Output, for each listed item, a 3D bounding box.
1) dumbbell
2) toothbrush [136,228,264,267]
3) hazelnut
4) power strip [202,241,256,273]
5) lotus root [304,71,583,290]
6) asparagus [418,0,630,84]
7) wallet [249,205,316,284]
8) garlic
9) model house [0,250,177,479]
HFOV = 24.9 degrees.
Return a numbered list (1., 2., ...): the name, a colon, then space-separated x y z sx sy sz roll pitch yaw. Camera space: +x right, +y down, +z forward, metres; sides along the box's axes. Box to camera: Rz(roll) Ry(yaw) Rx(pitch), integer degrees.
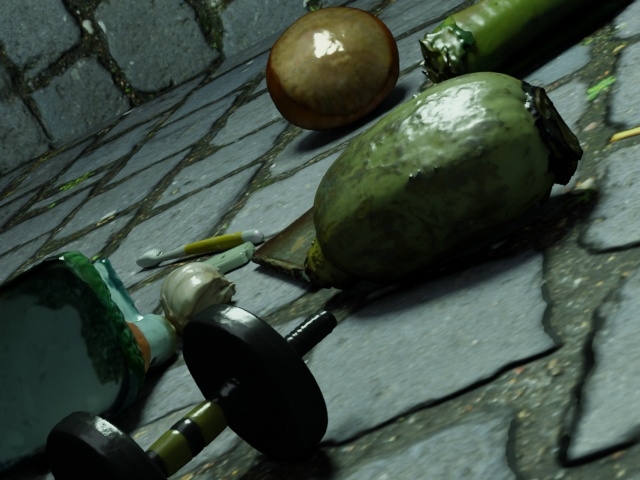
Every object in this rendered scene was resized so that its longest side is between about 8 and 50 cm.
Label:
1. dumbbell: -0.103 0.153 1.121 0.325 0.143 0.143 -38 17 -29
2. toothbrush: -0.163 0.009 1.951 0.288 0.021 0.024 -11 33 50
3. hazelnut: 0.020 -0.256 2.189 0.214 0.176 0.214 -22 -13 -5
4. power strip: -0.121 0.029 1.816 0.090 0.016 0.040 -24 17 26
5. lotus root: 0.098 -0.048 1.409 0.309 0.173 0.173 -32 13 24
6. asparagus: 0.301 -0.311 1.940 0.382 0.128 0.108 -32 51 -13
7. wallet: 0.000 0.000 1.654 0.122 0.031 0.232 -38 14 -12
8. garlic: -0.143 0.062 1.639 0.094 0.074 0.113 -47 4 -21
9. model house: -0.279 0.117 1.592 0.253 0.184 0.291 -32 0 17
